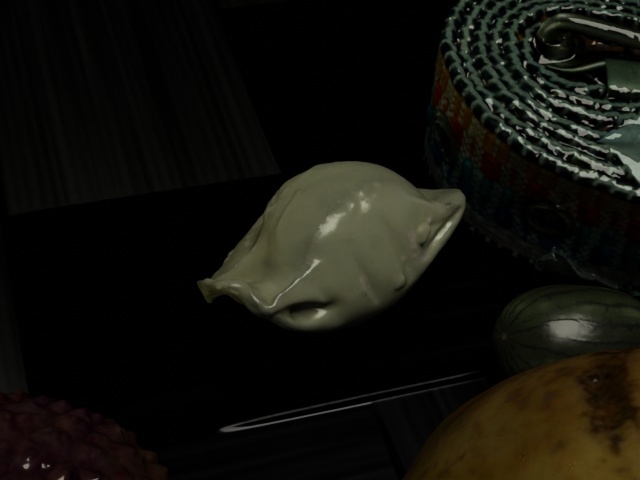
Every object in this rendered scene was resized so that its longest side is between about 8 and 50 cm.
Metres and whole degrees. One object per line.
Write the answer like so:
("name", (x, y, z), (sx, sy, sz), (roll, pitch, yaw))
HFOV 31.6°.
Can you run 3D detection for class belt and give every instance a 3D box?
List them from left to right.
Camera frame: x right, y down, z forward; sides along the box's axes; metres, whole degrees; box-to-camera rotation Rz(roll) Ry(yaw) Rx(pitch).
("belt", (0.202, -0.079, 0.786), (0.257, 0.150, 0.207), (19, 57, 11))

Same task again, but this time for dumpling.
("dumpling", (0.002, 0.000, 0.740), (0.169, 0.100, 0.134), (-46, 28, -16))

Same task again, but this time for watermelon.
("watermelon", (0.161, 0.065, 0.698), (0.110, 0.078, 0.078), (3, 48, -7))

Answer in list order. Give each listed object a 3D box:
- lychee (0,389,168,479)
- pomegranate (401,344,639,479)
("lychee", (-0.153, 0.160, 0.496), (0.188, 0.188, 0.188), (4, 48, -4))
("pomegranate", (0.154, 0.172, 0.479), (0.281, 0.281, 0.281), (4, 48, -4))
